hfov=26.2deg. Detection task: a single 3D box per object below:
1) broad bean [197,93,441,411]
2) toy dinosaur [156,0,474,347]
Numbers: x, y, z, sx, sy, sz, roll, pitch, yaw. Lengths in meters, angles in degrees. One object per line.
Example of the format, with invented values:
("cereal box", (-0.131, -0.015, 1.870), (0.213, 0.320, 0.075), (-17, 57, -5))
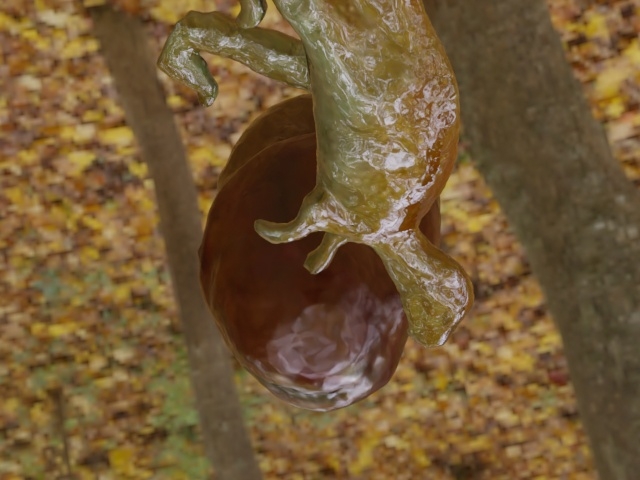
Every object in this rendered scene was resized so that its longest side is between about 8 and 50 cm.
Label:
("broad bean", (0.001, -0.001, 0.910), (0.156, 0.228, 0.122), (-2, 155, 21))
("toy dinosaur", (0.022, -0.049, 0.374), (0.162, 0.126, 0.039), (-51, -177, 38))
